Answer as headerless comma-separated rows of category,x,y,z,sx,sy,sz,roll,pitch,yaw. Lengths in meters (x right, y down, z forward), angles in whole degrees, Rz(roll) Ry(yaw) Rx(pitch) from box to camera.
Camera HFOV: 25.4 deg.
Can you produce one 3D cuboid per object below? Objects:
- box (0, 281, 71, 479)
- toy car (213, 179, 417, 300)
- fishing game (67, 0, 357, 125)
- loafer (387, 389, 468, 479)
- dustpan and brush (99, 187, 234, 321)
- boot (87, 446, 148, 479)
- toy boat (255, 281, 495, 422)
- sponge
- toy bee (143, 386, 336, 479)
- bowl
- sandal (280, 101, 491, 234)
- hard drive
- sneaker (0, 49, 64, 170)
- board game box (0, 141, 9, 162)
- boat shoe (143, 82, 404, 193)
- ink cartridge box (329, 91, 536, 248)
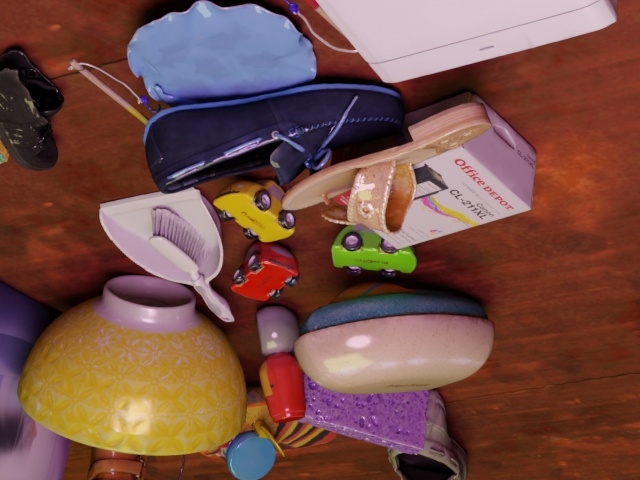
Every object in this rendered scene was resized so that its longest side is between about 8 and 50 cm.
box,-0.481,0.206,1.863,0.182,0.296,0.294,-19,140,37
toy car,0.000,0.000,1.627,0.225,0.053,0.239,5,150,7
fishing game,-0.092,-0.178,1.371,0.264,0.041,0.189,-18,148,29
loafer,0.150,0.324,2.067,0.112,0.111,0.319,-1,148,17
dustpan and brush,-0.157,0.026,1.702,0.147,0.060,0.211,-9,144,28
boot,-0.295,0.287,2.019,0.109,0.220,0.283,11,149,-3
toy boat,0.034,0.120,1.726,0.318,0.148,0.267,-22,161,41
sponge,0.045,0.201,1.884,0.210,0.117,0.031,18,151,-14
toy bee,-0.120,0.252,1.949,0.195,0.298,0.162,15,125,42
bowl,-0.224,0.135,1.778,0.289,0.289,0.156,10,107,-2
sandal,0.065,-0.046,1.359,0.240,0.079,0.088,-26,166,30
hard drive,0.070,-0.270,1.165,0.233,0.047,0.353,-11,143,30
sneaker,-0.302,-0.132,1.489,0.089,0.051,0.170,-3,144,28
board game box,-0.464,-0.109,1.591,0.259,0.039,0.124,-15,143,30
boat shoe,-0.042,-0.090,1.411,0.258,0.089,0.109,-10,158,5
ink cartridge box,0.114,-0.069,1.461,0.175,0.072,0.127,-17,139,38
